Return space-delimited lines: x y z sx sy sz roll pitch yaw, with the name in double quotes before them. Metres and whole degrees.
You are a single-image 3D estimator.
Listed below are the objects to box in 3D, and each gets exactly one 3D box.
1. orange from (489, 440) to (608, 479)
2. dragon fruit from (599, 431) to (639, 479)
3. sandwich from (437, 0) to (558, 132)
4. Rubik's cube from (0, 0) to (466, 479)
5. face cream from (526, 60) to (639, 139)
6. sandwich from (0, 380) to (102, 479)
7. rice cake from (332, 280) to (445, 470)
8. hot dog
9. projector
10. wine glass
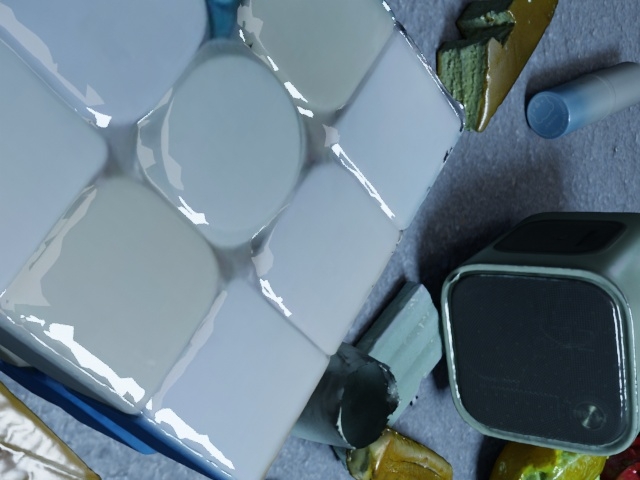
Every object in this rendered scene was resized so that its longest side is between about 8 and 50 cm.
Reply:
"orange" 0.332 0.380 1.260 0.179 0.159 0.237 -16 106 -41
"dragon fruit" 0.524 0.442 1.396 0.303 0.237 0.231 -43 138 -55
"sandwich" 0.227 -0.264 1.143 0.088 0.090 0.244 46 67 -40
"Rubik's cube" -0.164 -0.073 0.639 0.347 0.344 0.346 48 62 -33
"face cream" 0.423 -0.223 1.333 0.250 0.077 0.077 -23 110 -40
"sandwich" -0.288 0.195 0.733 0.113 0.079 0.163 -50 126 -25
"rice cake" 0.082 0.172 1.089 0.237 0.043 0.127 -46 122 -28
"hot dog" 0.103 0.288 1.067 0.289 0.068 0.083 44 50 -54
"projector" 0.331 0.110 1.143 0.249 0.248 0.248 -28 114 -50
"wine glass" -0.021 0.147 0.887 0.111 0.205 0.111 -9 103 -45
